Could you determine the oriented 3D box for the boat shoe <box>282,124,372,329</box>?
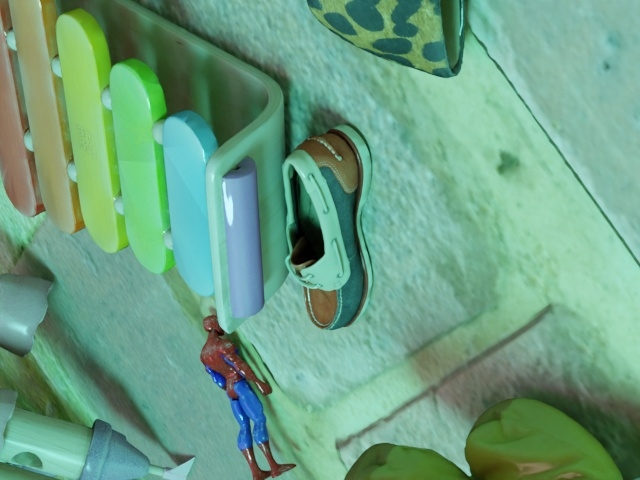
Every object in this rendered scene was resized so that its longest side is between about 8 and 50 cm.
[{"bbox_3d":[0.000,0.000,0.759,0.049,0.043,0.137,35,141,32],"label":"boat shoe"}]

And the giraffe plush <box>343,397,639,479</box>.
[{"bbox_3d":[0.116,0.190,0.661,0.210,0.181,0.170,-11,116,21],"label":"giraffe plush"}]

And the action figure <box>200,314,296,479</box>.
[{"bbox_3d":[-0.052,0.103,0.924,0.038,0.030,0.115,-28,86,52],"label":"action figure"}]

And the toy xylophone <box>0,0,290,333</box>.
[{"bbox_3d":[-0.125,-0.096,0.818,0.323,0.081,0.236,25,133,44],"label":"toy xylophone"}]

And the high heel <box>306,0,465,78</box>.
[{"bbox_3d":[0.065,-0.170,0.529,0.186,0.093,0.261,50,142,-16],"label":"high heel"}]

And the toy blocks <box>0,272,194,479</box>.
[{"bbox_3d":[-0.269,0.223,1.118,0.260,0.309,0.288,19,138,-13],"label":"toy blocks"}]
